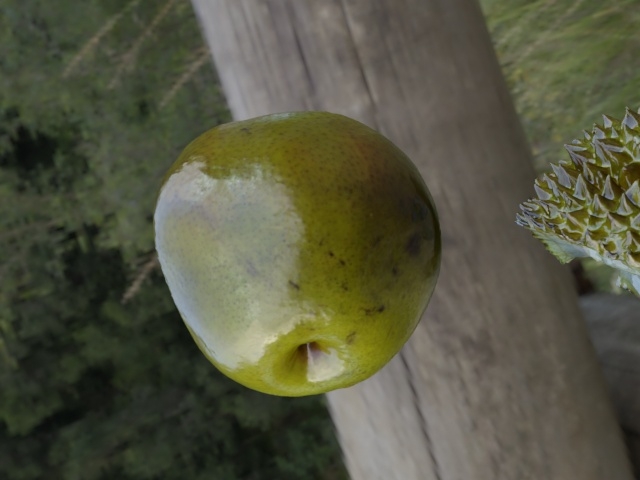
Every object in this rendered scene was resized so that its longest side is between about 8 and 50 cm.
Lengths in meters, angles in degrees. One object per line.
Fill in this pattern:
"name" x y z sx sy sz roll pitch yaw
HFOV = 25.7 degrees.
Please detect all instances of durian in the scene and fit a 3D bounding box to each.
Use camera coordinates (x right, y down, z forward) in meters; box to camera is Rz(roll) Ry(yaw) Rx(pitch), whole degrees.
"durian" 0.248 -0.008 0.869 0.237 0.138 0.193 36 -179 35

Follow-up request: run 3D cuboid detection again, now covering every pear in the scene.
"pear" 0.000 0.000 0.657 0.104 0.141 0.141 -18 94 32
